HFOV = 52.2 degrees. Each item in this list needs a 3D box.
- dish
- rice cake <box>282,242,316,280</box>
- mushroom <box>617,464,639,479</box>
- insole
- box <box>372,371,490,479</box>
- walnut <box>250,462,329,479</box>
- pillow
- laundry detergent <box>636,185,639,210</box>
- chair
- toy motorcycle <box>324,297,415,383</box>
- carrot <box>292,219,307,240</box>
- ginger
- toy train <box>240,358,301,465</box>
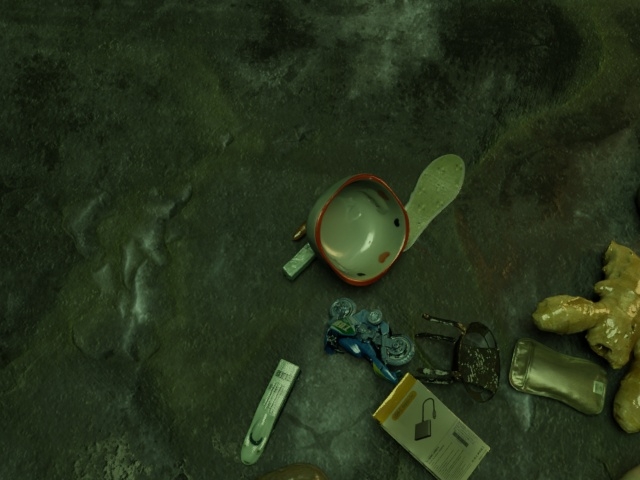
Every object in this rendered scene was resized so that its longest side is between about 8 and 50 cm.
[{"bbox_3d":[0.073,-0.029,1.528,0.256,0.117,0.256,-4,99,-28],"label":"dish"},{"bbox_3d":[0.000,0.000,1.588,0.042,0.045,0.245,39,73,14],"label":"rice cake"},{"bbox_3d":[0.707,0.600,1.213,0.353,0.353,0.325,43,102,16],"label":"mushroom"},{"bbox_3d":[0.265,-0.098,1.646,0.109,0.007,0.322,35,72,14],"label":"insole"},{"bbox_3d":[0.233,0.407,1.389,0.247,0.033,0.129,44,76,-3],"label":"box"},{"bbox_3d":[-0.080,0.550,1.309,0.230,0.178,0.178,-19,69,-1],"label":"walnut"},{"bbox_3d":[0.535,0.302,1.465,0.217,0.033,0.130,17,64,5],"label":"pillow"},{"bbox_3d":[0.875,-0.114,1.599,0.181,0.091,0.253,42,74,10],"label":"laundry detergent"},{"bbox_3d":[0.307,0.260,1.431,0.213,0.149,0.174,10,67,0],"label":"chair"},{"bbox_3d":[0.094,0.224,1.459,0.254,0.092,0.135,30,70,38],"label":"toy motorcycle"},{"bbox_3d":[-0.009,-0.054,1.617,0.035,0.036,0.165,42,77,16],"label":"carrot"},{"bbox_3d":[0.685,0.196,1.459,0.348,0.122,0.363,-40,80,-23],"label":"ginger"},{"bbox_3d":[-0.114,0.379,1.434,0.052,0.051,0.234,22,70,14],"label":"toy train"}]
